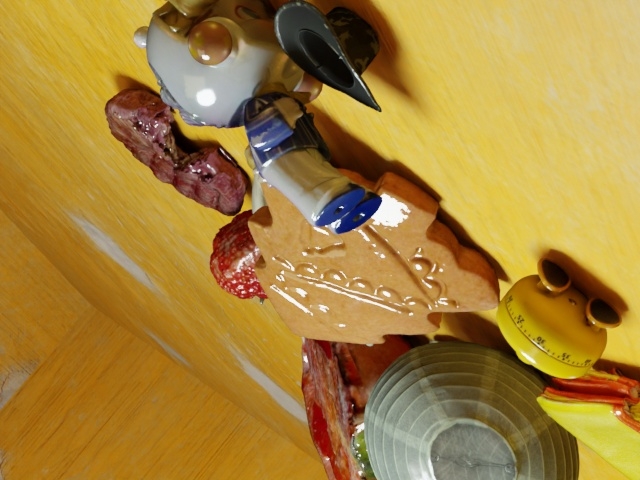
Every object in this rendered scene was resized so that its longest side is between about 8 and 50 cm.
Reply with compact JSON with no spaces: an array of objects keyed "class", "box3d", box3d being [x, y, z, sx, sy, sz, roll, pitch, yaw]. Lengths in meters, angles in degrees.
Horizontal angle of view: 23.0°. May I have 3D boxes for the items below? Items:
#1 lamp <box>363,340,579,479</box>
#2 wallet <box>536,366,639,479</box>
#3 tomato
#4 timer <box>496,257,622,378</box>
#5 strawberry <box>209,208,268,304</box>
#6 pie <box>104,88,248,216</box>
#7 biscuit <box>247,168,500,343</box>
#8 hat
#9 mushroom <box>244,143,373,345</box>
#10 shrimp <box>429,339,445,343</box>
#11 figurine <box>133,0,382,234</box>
[{"class":"lamp","box3d":[0.177,0.236,1.809,0.265,0.233,0.233,22,164,7]},{"class":"wallet","box3d":[0.352,0.214,1.622,0.241,0.067,0.141,40,163,-21]},{"class":"tomato","box3d":[0.084,0.215,2.091,0.309,0.170,0.309,173,90,-78]},{"class":"timer","box3d":[0.210,0.086,1.465,0.107,0.109,0.107,25,-150,-16]},{"class":"strawberry","box3d":[-0.078,0.011,1.972,0.131,0.131,0.148,34,159,23]},{"class":"pie","box3d":[-0.184,-0.113,2.016,0.218,0.054,0.204,41,167,-14]},{"class":"biscuit","box3d":[0.032,0.032,1.646,0.284,0.043,0.306,28,143,-7]},{"class":"hat","box3d":[0.018,-0.159,1.307,0.121,0.050,0.121,42,166,13]},{"class":"mushroom","box3d":[-0.002,0.001,1.761,0.097,0.109,0.351,53,178,39]},{"class":"shrimp","box3d":[0.200,0.193,1.999,0.150,0.051,0.217,36,163,40]},{"class":"figurine","box3d":[-0.050,-0.119,1.402,0.274,0.133,0.194,48,-163,1]}]
